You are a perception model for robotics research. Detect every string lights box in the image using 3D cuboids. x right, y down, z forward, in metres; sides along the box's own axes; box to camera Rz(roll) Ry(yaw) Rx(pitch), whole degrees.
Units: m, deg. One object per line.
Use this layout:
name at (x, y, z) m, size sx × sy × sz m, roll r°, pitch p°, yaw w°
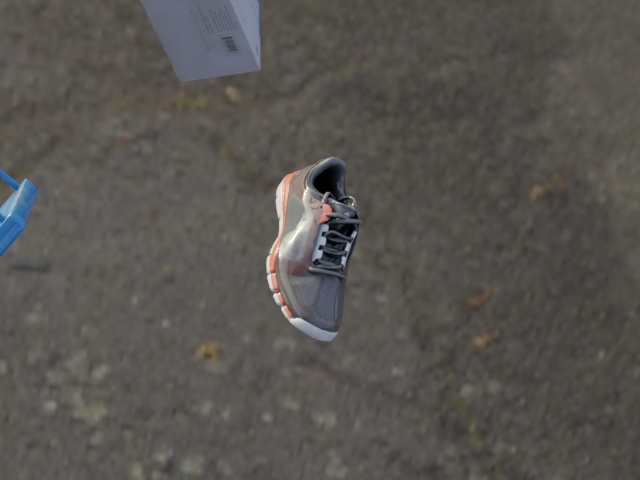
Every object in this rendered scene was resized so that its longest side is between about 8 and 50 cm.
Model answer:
string lights box at (-0.101, -0.283, 1.689) m, size 0.077 × 0.133 × 0.259 m, roll -8°, pitch 58°, yaw 10°

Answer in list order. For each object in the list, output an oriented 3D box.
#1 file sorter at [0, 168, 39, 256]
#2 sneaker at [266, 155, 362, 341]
file sorter at (-0.261, 0.011, 1.136) m, size 0.104 × 0.170 × 0.118 m, roll 40°, pitch 6°, yaw -10°
sneaker at (0.000, 0.000, 1.480) m, size 0.061 × 0.065 × 0.158 m, roll 20°, pitch 49°, yaw -33°
